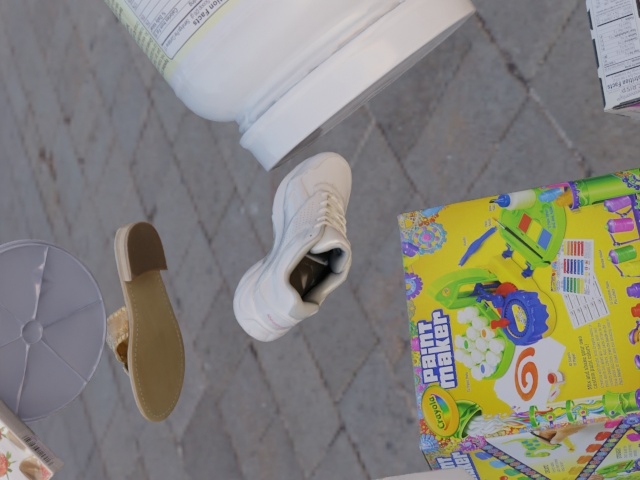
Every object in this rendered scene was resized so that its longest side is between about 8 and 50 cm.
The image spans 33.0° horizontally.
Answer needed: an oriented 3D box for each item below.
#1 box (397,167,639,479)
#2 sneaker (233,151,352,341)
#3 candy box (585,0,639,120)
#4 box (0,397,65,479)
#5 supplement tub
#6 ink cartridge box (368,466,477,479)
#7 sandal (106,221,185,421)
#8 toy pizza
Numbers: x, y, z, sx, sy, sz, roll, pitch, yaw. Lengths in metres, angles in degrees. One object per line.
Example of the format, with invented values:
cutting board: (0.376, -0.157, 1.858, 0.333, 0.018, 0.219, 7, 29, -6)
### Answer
box: (0.245, 0.106, 1.178, 0.177, 0.279, 0.289, 64, -160, -54)
sneaker: (0.000, 0.000, 1.137, 0.115, 0.090, 0.232, -16, 46, 48)
candy box: (0.399, -0.269, 1.338, 0.071, 0.159, 0.233, -14, 80, 41)
box: (-0.384, 0.129, 1.042, 0.324, 0.063, 0.067, 45, 175, 0)
supplement tub: (-0.060, -0.238, 0.805, 0.325, 0.235, 0.235, 52, 145, -2)
ink cartridge box: (0.092, 0.313, 0.835, 0.233, 0.168, 0.171, 34, 120, 56)
sandal: (-0.228, 0.098, 1.312, 0.079, 0.088, 0.240, -5, 93, 38)
toy pizza: (-0.323, 0.099, 1.178, 0.032, 0.201, 0.201, 2, 93, 44)
